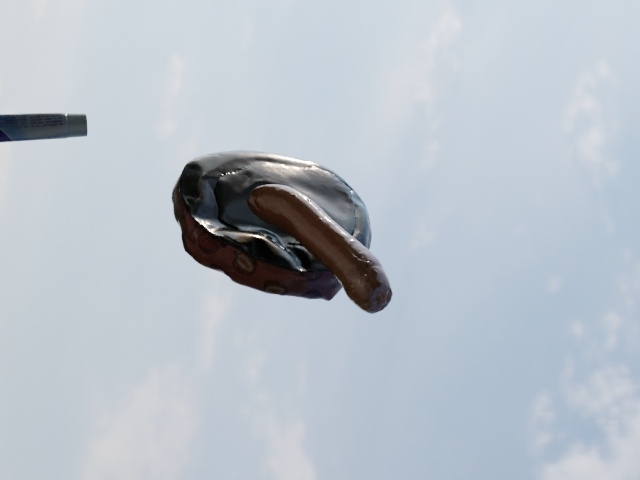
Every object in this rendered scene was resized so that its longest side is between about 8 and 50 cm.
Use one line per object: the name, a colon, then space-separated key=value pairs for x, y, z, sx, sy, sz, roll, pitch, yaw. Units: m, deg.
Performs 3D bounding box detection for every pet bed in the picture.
pet bed: x=-0.044 y=-0.020 z=1.237 sx=0.201 sy=0.201 sz=0.053 roll=-115 pitch=-141 yaw=-48

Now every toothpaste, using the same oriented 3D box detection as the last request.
toothpaste: x=-0.181 y=-0.068 z=0.794 sx=0.015 sy=0.083 sz=0.024 roll=107 pitch=-26 yaw=-54

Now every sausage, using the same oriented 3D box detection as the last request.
sausage: x=0.000 y=0.000 z=1.132 sx=0.186 sy=0.043 sz=0.043 roll=42 pitch=-58 yaw=42
